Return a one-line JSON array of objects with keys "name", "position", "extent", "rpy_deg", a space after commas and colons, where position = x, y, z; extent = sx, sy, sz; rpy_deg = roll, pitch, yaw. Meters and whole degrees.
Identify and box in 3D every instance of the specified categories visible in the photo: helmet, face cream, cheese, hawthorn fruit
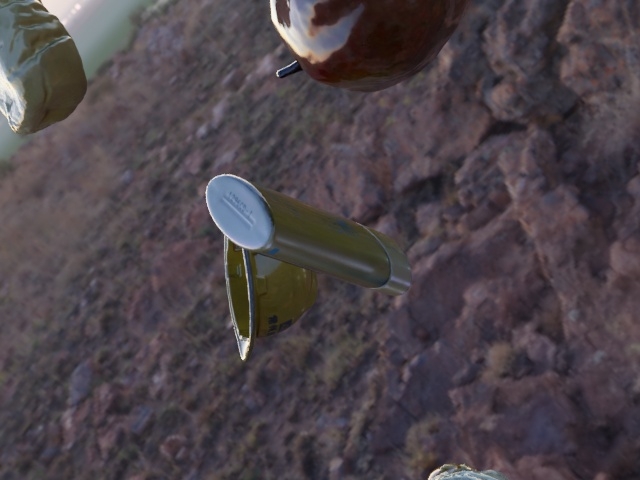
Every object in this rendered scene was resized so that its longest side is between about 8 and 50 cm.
[{"name": "helmet", "position": [-0.077, 0.066, 1.558], "extent": [0.205, 0.140, 0.257], "rpy_deg": [106, 154, -52]}, {"name": "face cream", "position": [0.000, 0.000, 1.143], "extent": [0.139, 0.285, 0.067], "rpy_deg": [44, 106, 41]}, {"name": "cheese", "position": [-0.455, -0.272, 1.414], "extent": [0.117, 0.214, 0.226], "rpy_deg": [-36, 3, -34]}, {"name": "hawthorn fruit", "position": [0.034, -0.249, 0.998], "extent": [0.248, 0.208, 0.208], "rpy_deg": [-40, 21, 44]}]

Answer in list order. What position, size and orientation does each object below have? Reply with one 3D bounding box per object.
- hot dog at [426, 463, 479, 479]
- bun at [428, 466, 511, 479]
[{"name": "hot dog", "position": [0.242, 0.379, 1.255], "extent": [0.072, 0.115, 0.269], "rpy_deg": [-60, 34, 1]}, {"name": "bun", "position": [0.155, 0.297, 0.899], "extent": [0.229, 0.145, 0.229], "rpy_deg": [-19, 7, 2]}]
